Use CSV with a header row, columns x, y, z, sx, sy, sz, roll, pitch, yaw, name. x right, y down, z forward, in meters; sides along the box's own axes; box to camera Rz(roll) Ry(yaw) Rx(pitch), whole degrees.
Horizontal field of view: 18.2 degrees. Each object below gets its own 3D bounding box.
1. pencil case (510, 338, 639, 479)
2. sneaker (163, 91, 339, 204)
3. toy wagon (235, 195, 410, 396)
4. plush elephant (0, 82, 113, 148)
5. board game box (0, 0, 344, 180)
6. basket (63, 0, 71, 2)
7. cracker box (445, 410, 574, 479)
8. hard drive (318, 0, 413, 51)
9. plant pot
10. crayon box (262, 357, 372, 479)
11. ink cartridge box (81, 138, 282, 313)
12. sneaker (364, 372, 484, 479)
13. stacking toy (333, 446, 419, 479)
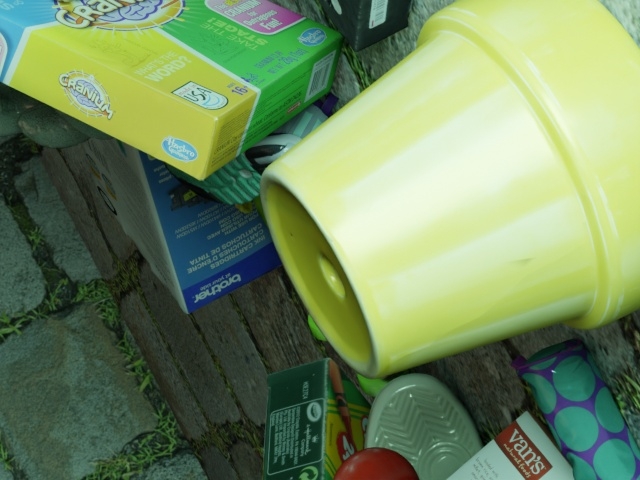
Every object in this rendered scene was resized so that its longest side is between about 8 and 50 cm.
x,y,z,sx,sy,sz,roll,pitch,yaw,name
0.219,0.157,1.653,0.070,0.064,0.151,-21,96,50,pencil case
-0.065,-0.097,2.013,0.224,0.098,0.083,-2,138,50,sneaker
0.000,0.000,2.127,0.344,0.068,0.267,46,158,50,toy wagon
-0.225,-0.232,2.073,0.330,0.272,0.255,23,163,24,plush elephant
-0.173,-0.184,1.806,0.316,0.242,0.064,26,123,16,board game box
-0.223,-0.399,1.801,0.299,0.213,0.223,44,143,32,basket
0.152,0.287,1.783,0.155,0.232,0.067,52,-172,33,cracker box
-0.028,-0.346,1.606,0.339,0.064,0.237,56,164,21,hard drive
0.099,-0.027,1.389,0.254,0.239,0.254,55,165,24,plant pot
0.047,0.300,2.183,0.318,0.081,0.202,52,-151,-42,crayon box
-0.186,-0.103,2.414,0.270,0.151,0.395,51,160,41,ink cartridge box
0.131,0.297,2.113,0.148,0.131,0.350,-93,-12,-79,sneaker
0.140,0.306,1.916,0.330,0.141,0.141,35,151,37,stacking toy
